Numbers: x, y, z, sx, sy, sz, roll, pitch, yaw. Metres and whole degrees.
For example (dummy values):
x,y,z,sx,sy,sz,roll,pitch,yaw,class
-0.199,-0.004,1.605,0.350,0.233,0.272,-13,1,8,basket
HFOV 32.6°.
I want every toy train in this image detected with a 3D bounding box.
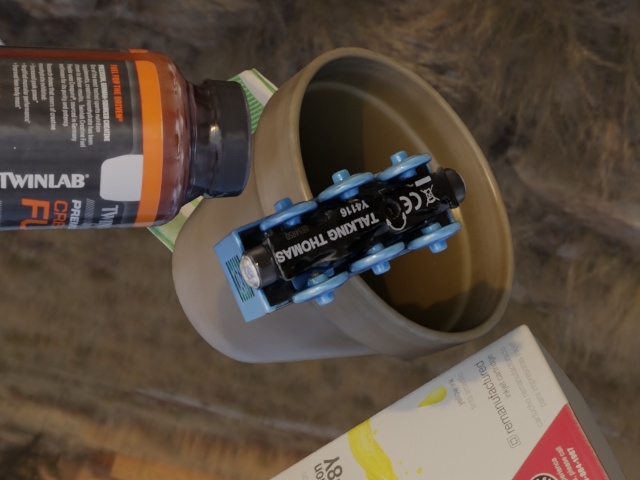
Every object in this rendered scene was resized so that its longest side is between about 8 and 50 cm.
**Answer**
x,y,z,sx,sy,sz,roll,pitch,yaw,class
0.017,-0.006,0.784,0.184,0.080,0.105,-24,179,-25,toy train

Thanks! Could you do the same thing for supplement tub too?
x,y,z,sx,sy,sz,roll,pitch,yaw,class
-0.142,-0.058,0.625,0.198,0.106,0.106,-2,168,-18,supplement tub

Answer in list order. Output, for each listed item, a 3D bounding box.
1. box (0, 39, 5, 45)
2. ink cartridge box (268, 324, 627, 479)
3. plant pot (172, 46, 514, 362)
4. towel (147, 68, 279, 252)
x,y,z,sx,sy,sz,roll,pitch,yaw,class
-0.498,-0.176,1.272,0.231,0.262,0.127,42,168,49,box
0.139,0.317,1.194,0.385,0.279,0.160,-34,128,12,ink cartridge box
0.000,0.000,1.172,0.323,0.323,0.280,29,139,-33,plant pot
-0.140,-0.118,1.563,0.248,0.325,0.038,42,143,22,towel
